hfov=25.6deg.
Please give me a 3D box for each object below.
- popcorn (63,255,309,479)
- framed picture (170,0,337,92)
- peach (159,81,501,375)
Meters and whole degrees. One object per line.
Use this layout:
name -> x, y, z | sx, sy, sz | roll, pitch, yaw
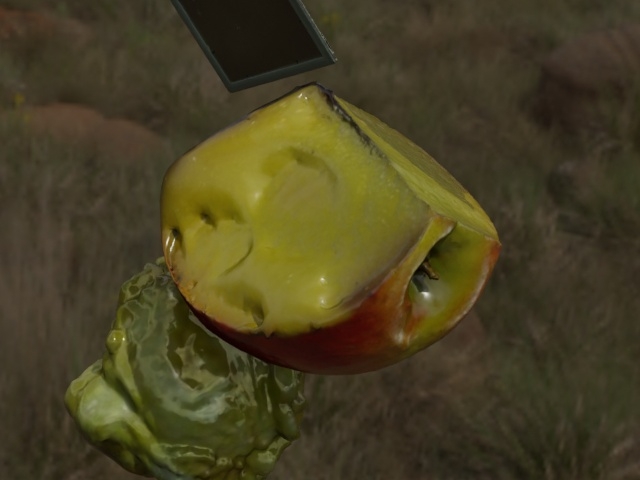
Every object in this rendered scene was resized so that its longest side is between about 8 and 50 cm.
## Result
popcorn -> -0.157, 0.174, 1.818 | 0.312, 0.312, 0.312 | 6, 26, -3
framed picture -> -0.116, -0.318, 1.782 | 0.217, 0.274, 0.017 | -7, 33, 45
peach -> 0.000, 0.000, 1.579 | 0.380, 0.306, 0.242 | 44, 6, 37
